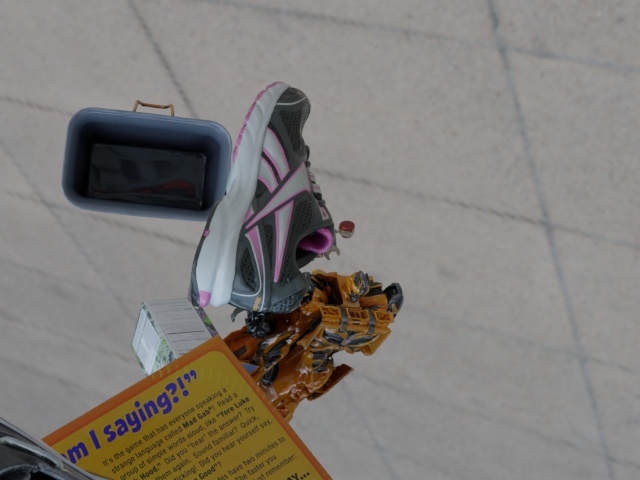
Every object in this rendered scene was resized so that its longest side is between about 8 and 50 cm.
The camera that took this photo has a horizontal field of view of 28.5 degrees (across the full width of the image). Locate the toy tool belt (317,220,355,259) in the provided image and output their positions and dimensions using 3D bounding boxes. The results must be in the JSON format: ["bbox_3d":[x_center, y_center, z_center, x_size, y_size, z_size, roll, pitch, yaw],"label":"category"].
[{"bbox_3d":[0.000,0.000,1.509,0.083,0.052,0.051,2,122,5],"label":"toy tool belt"}]

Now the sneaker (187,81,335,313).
[{"bbox_3d":[-0.026,-0.020,0.794,0.077,0.178,0.072,18,144,-2],"label":"sneaker"}]

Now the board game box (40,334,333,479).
[{"bbox_3d":[-0.165,0.392,1.314,0.356,0.356,0.356,50,151,19],"label":"board game box"}]

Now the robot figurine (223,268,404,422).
[{"bbox_3d":[-0.025,0.131,1.526,0.211,0.085,0.291,7,144,-36],"label":"robot figurine"}]

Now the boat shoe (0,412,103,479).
[{"bbox_3d":[-0.227,0.186,0.881,0.301,0.108,0.102,26,172,7],"label":"boat shoe"}]

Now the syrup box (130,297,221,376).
[{"bbox_3d":[-0.193,0.194,1.881,0.237,0.096,0.093,51,133,42],"label":"syrup box"}]

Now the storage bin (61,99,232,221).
[{"bbox_3d":[-0.148,-0.066,1.072,0.135,0.098,0.091,6,176,-9],"label":"storage bin"}]
